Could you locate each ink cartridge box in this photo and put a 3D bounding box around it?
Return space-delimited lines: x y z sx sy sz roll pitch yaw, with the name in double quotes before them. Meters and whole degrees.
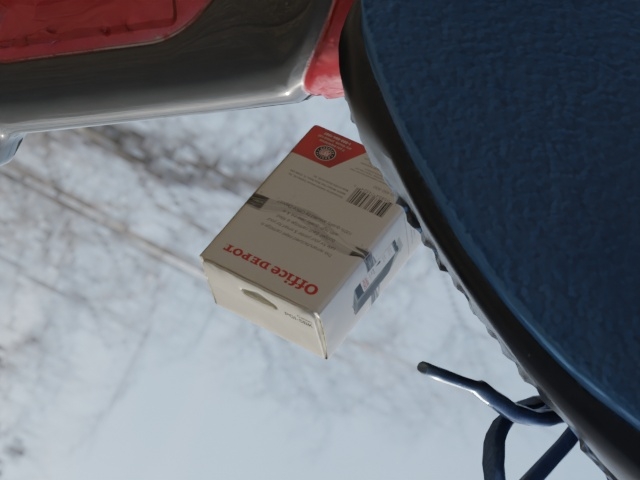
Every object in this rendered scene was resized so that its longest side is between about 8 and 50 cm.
"ink cartridge box" 0.000 0.000 1.175 0.135 0.099 0.056 -50 150 -27

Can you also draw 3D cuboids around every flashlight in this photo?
"flashlight" -0.055 -0.091 0.620 0.304 0.103 0.103 -3 -125 20

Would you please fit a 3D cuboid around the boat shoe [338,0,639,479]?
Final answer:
"boat shoe" 0.088 0.044 0.370 0.109 0.258 0.089 -29 161 -22
